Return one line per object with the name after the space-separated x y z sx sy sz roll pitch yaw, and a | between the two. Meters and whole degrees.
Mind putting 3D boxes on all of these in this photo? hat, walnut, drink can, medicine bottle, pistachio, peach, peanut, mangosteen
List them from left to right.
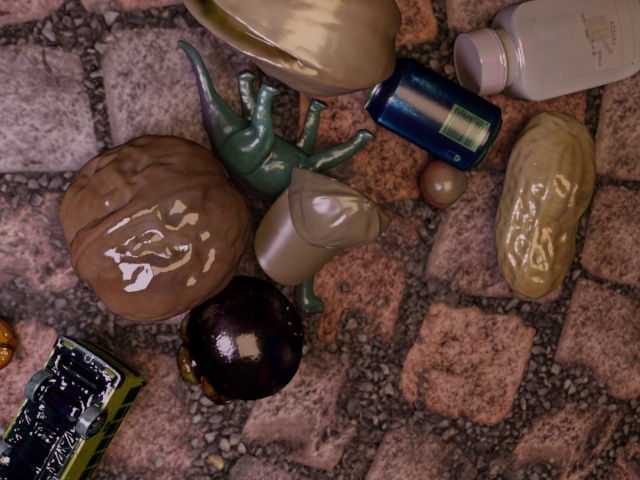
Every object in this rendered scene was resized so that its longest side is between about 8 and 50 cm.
-0.237 -0.018 1.197 0.273 0.227 0.273 -3 105 -10 | walnut
-0.138 0.160 1.289 0.230 0.194 0.194 -24 107 18 | mangosteen
-0.039 -0.322 1.201 0.331 0.208 0.226 25 49 -12 | pistachio
0.000 0.000 1.246 0.166 0.144 0.173 28 88 -28 | hat
0.174 -0.200 1.307 0.205 0.118 0.118 30 92 -3 | drink can
0.199 -0.094 1.369 0.083 0.083 0.083 -3 101 -14 | peach
0.369 -0.054 1.386 0.152 0.152 0.313 11 100 -16 | peanut
0.370 -0.313 1.356 0.296 0.111 0.161 -17 104 -12 | medicine bottle

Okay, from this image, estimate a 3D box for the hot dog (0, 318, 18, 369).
-0.576 0.158 1.228 0.249 0.068 0.100 1 90 -16 | hot dog

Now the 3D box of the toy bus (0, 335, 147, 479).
-0.380 0.277 1.255 0.128 0.150 0.262 30 92 12 | toy bus

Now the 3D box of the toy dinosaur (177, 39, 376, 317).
-0.104 -0.077 1.296 0.383 0.129 0.331 22 103 -16 | toy dinosaur
